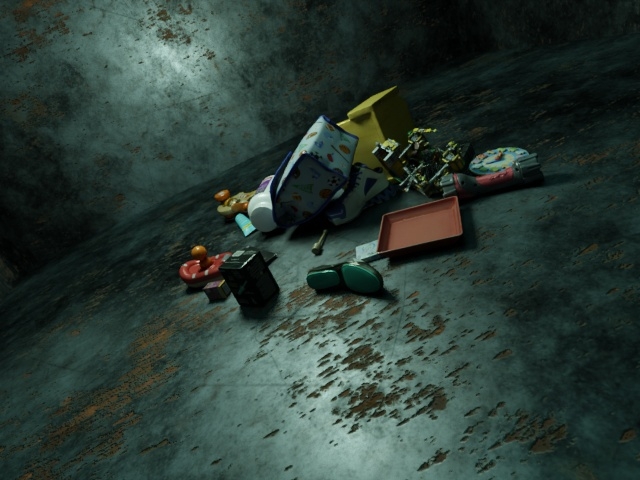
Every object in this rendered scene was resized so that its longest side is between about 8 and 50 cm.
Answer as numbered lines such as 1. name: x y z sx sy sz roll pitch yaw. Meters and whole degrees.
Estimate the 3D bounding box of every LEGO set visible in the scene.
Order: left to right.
1. LEGO set: 0.356 -0.325 1.574 0.255 0.192 0.331 -41 42 11

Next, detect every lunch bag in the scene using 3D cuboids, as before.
1. lunch bag: -0.050 -0.263 1.711 0.385 0.239 0.327 -49 14 43

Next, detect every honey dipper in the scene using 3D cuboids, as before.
1. honey dipper: 0.000 0.000 1.573 0.031 0.030 0.160 -14 25 22

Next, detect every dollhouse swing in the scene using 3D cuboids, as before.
1. dollhouse swing: 0.215 -0.432 1.861 0.305 0.346 0.315 -4 32 45

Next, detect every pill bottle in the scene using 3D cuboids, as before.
1. pill bottle: -0.227 -0.168 1.930 0.182 0.181 0.323 -17 26 16

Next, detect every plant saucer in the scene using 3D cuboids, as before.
1. plant saucer: 0.318 -0.037 1.334 0.259 0.047 0.258 -14 27 21

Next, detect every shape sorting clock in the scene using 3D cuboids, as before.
1. shape sorting clock: 0.657 -0.295 1.544 0.206 0.040 0.206 -20 25 10

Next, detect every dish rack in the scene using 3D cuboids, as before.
1. dish rack: 0.482 -0.314 1.711 0.272 0.074 0.208 -7 29 37

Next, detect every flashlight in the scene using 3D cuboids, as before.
1. flashlight: 0.557 -0.208 1.376 0.304 0.103 0.103 -17 -8 27

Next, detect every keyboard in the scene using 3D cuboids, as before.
1. keyboard: -0.267 0.069 1.656 0.180 0.023 0.108 12 36 39

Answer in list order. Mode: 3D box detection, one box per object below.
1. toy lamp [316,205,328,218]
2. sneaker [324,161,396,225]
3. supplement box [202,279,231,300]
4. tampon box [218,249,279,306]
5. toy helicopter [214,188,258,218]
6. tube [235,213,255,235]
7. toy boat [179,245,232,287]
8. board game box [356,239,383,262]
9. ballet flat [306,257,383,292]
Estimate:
1. toy lamp: -0.002 -0.188 1.888 0.080 0.080 0.274 -21 25 7
2. sneaker: 0.139 -0.208 1.675 0.316 0.182 0.127 -30 24 -13
3. supplement box: -0.377 0.182 1.524 0.083 0.055 0.043 -11 27 26
4. tampon box: -0.235 0.125 1.379 0.121 0.161 0.101 -1 33 39
5. toy helicopter: -0.386 -0.226 2.252 0.355 0.140 0.235 -27 27 -11
6. tube: -0.363 -0.076 2.040 0.080 0.052 0.207 -41 33 -9
7. toy boat: -0.465 0.089 1.672 0.231 0.151 0.151 -16 26 18
8. board game box: 0.161 0.036 1.363 0.090 0.020 0.090 -18 26 13
9. ballet flat: 0.080 0.096 1.239 0.281 0.095 0.096 -2 21 40
